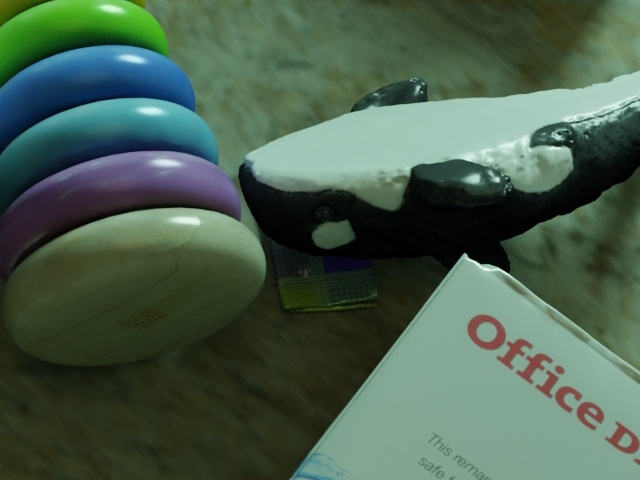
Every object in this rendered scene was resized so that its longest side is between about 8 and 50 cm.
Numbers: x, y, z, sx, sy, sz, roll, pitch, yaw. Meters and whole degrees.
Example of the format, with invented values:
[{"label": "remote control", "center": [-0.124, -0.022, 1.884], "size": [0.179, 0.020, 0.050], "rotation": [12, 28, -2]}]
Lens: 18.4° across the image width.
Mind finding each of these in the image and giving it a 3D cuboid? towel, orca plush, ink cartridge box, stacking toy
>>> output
[{"label": "towel", "center": [0.000, 0.000, 1.122], "size": [0.060, 0.009, 0.083], "rotation": [-3, 69, -13]}, {"label": "orca plush", "center": [0.095, -0.029, 1.127], "size": [0.287, 0.102, 0.151], "rotation": [-22, 32, -30]}, {"label": "ink cartridge box", "center": [0.065, 0.199, 0.991], "size": [0.226, 0.131, 0.306], "rotation": [38, 65, 6]}, {"label": "stacking toy", "center": [-0.133, -0.105, 1.077], "size": [0.141, 0.141, 0.330], "rotation": [-10, 67, -14]}]
